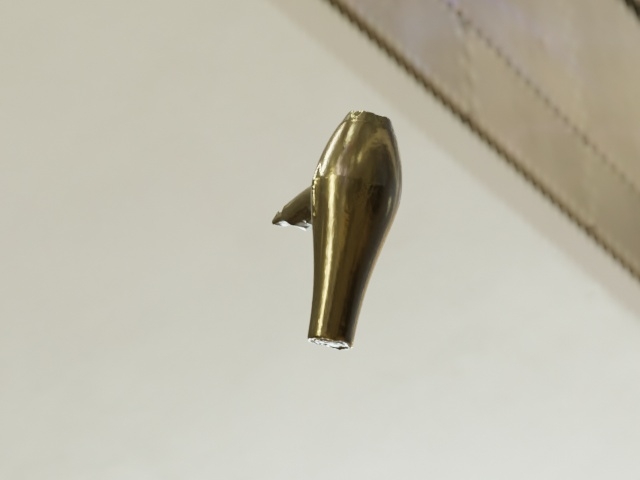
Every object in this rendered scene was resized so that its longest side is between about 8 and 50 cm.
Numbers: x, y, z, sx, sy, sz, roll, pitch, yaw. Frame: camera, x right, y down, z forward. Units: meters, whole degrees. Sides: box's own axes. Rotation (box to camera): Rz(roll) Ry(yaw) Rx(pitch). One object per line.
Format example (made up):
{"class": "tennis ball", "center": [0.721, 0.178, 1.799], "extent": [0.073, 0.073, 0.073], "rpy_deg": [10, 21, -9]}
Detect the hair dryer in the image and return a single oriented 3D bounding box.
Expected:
{"class": "hair dryer", "center": [0.000, 0.000, 0.678], "extent": [0.031, 0.083, 0.079], "rpy_deg": [16, -103, -18]}
